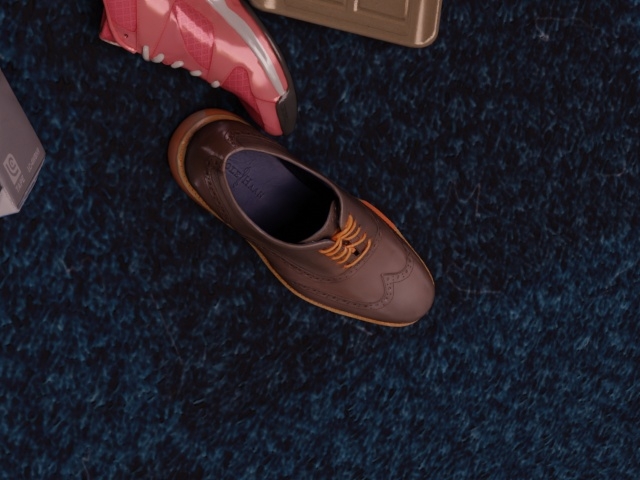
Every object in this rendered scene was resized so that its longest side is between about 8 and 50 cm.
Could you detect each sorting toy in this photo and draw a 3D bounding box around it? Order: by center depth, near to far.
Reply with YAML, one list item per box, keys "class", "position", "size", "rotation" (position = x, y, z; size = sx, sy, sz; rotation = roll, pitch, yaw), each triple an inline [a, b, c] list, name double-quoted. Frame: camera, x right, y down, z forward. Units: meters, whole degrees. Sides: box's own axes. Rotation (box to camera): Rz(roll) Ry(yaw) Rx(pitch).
- class: "sorting toy"
  position: [0.039, -0.366, 1.271]
  size: [0.229, 0.041, 0.307]
  rotation: [6, 91, -35]

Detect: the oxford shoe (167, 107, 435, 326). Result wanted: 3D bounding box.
- class: "oxford shoe"
  position: [0.000, 0.000, 1.318]
  size: [0.364, 0.133, 0.130]
  rotation: [33, 89, -29]

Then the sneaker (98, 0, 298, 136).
- class: "sneaker"
  position: [-0.143, -0.214, 1.218]
  size: [0.136, 0.116, 0.314]
  rotation: [-36, 110, 0]

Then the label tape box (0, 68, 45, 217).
- class: "label tape box"
  position: [-0.419, -0.153, 1.013]
  size: [0.249, 0.115, 0.347]
  rotation: [-15, 123, 14]
